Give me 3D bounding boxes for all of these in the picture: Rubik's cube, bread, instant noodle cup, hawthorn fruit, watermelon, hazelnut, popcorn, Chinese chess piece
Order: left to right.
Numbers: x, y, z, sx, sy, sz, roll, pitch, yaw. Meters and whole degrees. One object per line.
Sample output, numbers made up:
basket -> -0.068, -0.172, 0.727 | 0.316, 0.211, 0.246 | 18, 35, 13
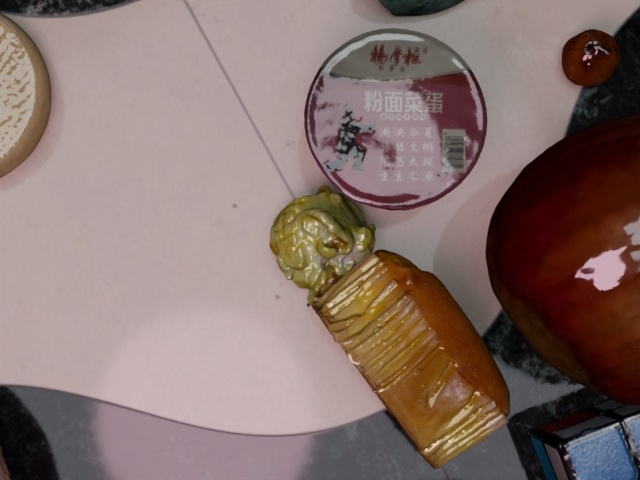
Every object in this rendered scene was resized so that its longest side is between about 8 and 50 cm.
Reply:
Chinese chess piece -> -0.489, -0.196, 1.640 | 0.250, 0.097, 0.251 | 0, 87, -1
popcorn -> 0.000, 0.000, 1.643 | 0.135, 0.162, 0.141 | 26, 58, 33
instant noodle cup -> 0.090, -0.145, 1.615 | 0.234, 0.178, 0.235 | 0, 83, -3
watermelon -> 0.129, -0.357, 1.692 | 0.180, 0.081, 0.094 | 16, 70, -17
bread -> 0.125, 0.146, 1.577 | 0.156, 0.204, 0.288 | -38, 107, -3
hawthorn fruit -> 0.376, -0.254, 1.680 | 0.081, 0.093, 0.081 | 0, 88, -1
Rubik's cube -> 0.401, 0.304, 1.608 | 0.183, 0.180, 0.167 | -20, 88, -1
hazelnut -> 0.417, 0.015, 1.499 | 0.421, 0.421, 0.353 | 7, 55, -2

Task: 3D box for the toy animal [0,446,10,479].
toy animal -> -0.505, 0.286, 1.544 | 0.188, 0.226, 0.358 | -44, 77, -10
